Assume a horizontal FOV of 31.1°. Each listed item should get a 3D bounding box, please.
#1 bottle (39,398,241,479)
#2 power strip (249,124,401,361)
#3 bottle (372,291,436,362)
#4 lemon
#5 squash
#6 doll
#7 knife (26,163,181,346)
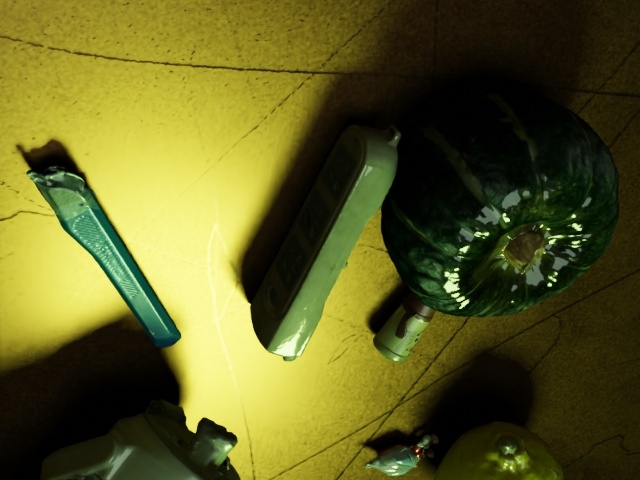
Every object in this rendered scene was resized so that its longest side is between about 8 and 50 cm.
[{"bbox_3d":[-0.227,0.331,1.262,0.229,0.229,0.351,33,88,-42],"label":"bottle"},{"bbox_3d":[0.003,0.000,1.190,0.048,0.080,0.285,11,121,-32],"label":"power strip"},{"bbox_3d":[0.106,0.094,1.347,0.047,0.063,0.101,30,110,-11],"label":"bottle"},{"bbox_3d":[0.237,0.335,1.530,0.184,0.184,0.248,-17,129,-13],"label":"lemon"},{"bbox_3d":[0.183,-0.032,1.192,0.252,0.165,0.252,-16,133,-18],"label":"squash"},{"bbox_3d":[0.107,0.289,1.524,0.114,0.039,0.057,-11,167,-32],"label":"doll"},{"bbox_3d":[-0.206,0.022,1.142,0.044,0.026,0.296,-25,138,-2],"label":"knife"}]
